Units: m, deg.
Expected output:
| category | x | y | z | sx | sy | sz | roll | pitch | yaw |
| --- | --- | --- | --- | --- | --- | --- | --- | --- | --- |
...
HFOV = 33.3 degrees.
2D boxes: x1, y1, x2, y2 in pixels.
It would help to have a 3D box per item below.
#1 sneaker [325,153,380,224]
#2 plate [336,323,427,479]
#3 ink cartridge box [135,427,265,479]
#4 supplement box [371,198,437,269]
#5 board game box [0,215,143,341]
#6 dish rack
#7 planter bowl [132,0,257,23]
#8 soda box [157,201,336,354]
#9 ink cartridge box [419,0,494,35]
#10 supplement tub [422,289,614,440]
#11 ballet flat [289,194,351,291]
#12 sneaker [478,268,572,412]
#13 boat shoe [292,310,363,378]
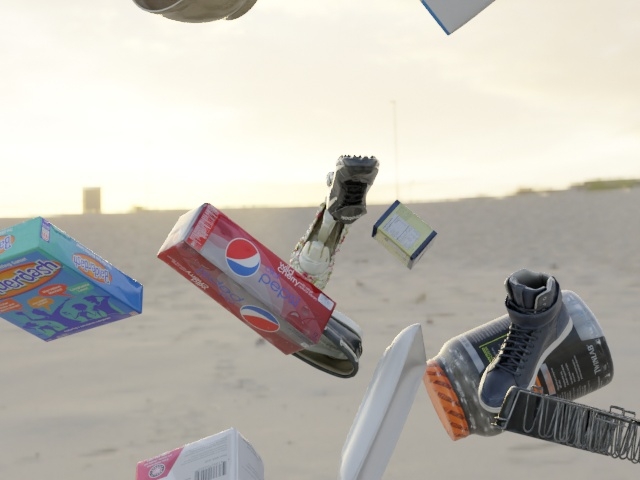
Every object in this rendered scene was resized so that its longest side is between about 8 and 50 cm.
| category | x | y | z | sx | sy | sz | roll | pitch | yaw |
| --- | --- | --- | --- | --- | --- | --- | --- | --- | --- |
| sneaker | 0.055 | -0.083 | 1.839 | 0.078 | 0.106 | 0.234 | 1 | -8 | -9 |
| plate | 0.091 | 0.278 | 1.637 | 0.045 | 0.278 | 0.277 | 20 | -16 | 14 |
| ink cartridge box | -0.154 | 0.371 | 1.366 | 0.159 | 0.217 | 0.092 | -22 | -52 | 15 |
| supplement box | 0.129 | -0.008 | 1.663 | 0.083 | 0.056 | 0.083 | 41 | -10 | 9 |
| board game box | -0.351 | 0.055 | 1.357 | 0.160 | 0.047 | 0.210 | -17 | -33 | 22 |
| dish rack | 0.388 | 0.257 | 1.428 | 0.208 | 0.074 | 0.271 | 17 | -6 | -28 |
| planter bowl | -0.128 | -0.316 | 1.224 | 0.162 | 0.162 | 0.109 | -5 | -17 | 41 |
| soda box | -0.108 | 0.060 | 1.604 | 0.263 | 0.083 | 0.092 | 40 | -34 | -18 |
| ink cartridge box | 0.275 | -0.539 | 2.137 | 0.168 | 0.171 | 0.232 | -37 | 9 | 20 |
| supplement tub | 0.379 | 0.250 | 2.088 | 0.338 | 0.207 | 0.207 | -23 | -3 | -4 |
| ballet flat | 0.000 | 0.000 | 2.003 | 0.091 | 0.240 | 0.077 | 18 | -24 | 5 |
| sneaker | 0.309 | 0.149 | 1.690 | 0.086 | 0.226 | 0.163 | 22 | -29 | 36 |
| boat shoe | -0.045 | 0.148 | 1.893 | 0.303 | 0.091 | 0.114 | 27 | -50 | -22 |
